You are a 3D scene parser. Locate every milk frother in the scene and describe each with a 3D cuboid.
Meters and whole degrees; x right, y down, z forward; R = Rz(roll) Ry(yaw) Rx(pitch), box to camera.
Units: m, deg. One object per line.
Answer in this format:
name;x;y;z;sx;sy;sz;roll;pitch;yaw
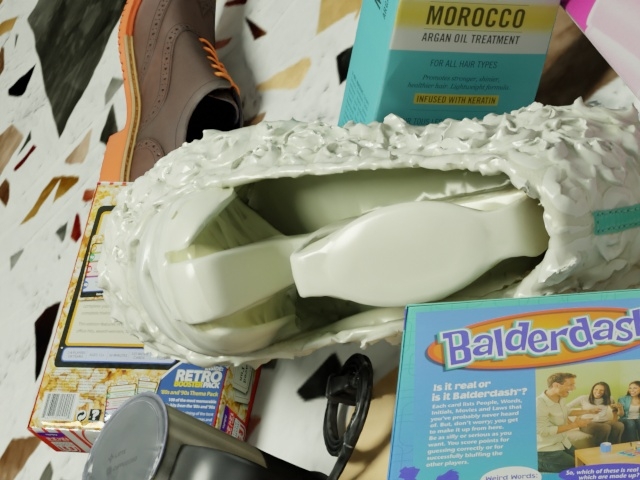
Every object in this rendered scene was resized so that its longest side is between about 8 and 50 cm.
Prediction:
milk frother;-0.046;0.120;1.076;0.129;0.134;0.143;-27;44;42

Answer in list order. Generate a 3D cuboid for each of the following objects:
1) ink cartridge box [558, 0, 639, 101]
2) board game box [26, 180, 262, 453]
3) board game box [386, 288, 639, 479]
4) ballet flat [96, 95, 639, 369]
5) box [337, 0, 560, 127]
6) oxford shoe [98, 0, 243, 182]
ink cartridge box;0.225;-0.153;0.977;0.176;0.069;0.371;-51;30;17
board game box;-0.106;0.051;1.252;0.146;0.045;0.194;0;62;25
board game box;0.111;0.107;0.819;0.160;0.047;0.210;-4;38;13
ballet flat;0.000;0.000;1.013;0.408;0.147;0.147;-11;55;37
box;0.083;-0.147;1.038;0.060;0.100;0.244;-113;27;-51
oxford shoe;-0.097;-0.117;1.413;0.098;0.097;0.271;-13;59;30
